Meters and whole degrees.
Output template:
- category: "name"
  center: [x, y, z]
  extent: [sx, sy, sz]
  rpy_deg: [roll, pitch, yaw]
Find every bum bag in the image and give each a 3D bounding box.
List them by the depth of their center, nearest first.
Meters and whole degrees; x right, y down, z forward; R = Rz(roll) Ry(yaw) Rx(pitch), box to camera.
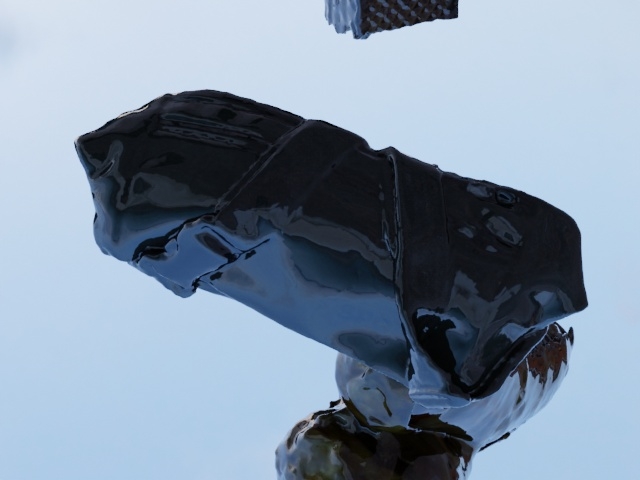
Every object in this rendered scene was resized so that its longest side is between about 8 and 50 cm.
- category: "bum bag"
  center: [0.000, 0.000, 0.762]
  extent: [0.326, 0.080, 0.142]
  rpy_deg: [19, -105, 6]

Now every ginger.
- category: "ginger"
  center: [0.094, 0.154, 1.168]
  extent: [0.176, 0.254, 0.418]
  rpy_deg: [29, -162, 19]

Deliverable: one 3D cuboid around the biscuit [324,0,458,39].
- category: "biscuit"
  center: [0.056, -0.288, 1.059]
  extent: [0.106, 0.252, 0.070]
  rpy_deg: [-17, -144, -23]
